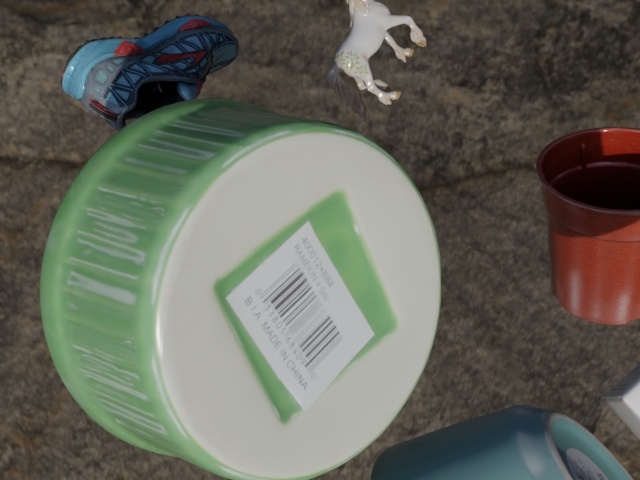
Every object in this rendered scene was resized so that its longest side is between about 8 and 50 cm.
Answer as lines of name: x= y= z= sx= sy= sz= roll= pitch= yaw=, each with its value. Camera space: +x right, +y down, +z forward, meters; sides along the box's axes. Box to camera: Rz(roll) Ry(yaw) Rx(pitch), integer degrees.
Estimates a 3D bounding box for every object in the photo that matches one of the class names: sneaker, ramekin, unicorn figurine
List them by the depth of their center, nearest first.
ramekin: x=-0.047 y=0.041 z=0.724 sx=0.303 sy=0.303 sz=0.148 roll=-38 pitch=28 yaw=-26
unicorn figurine: x=0.053 y=-0.220 z=0.992 sx=0.111 sy=0.060 sz=0.161 roll=31 pitch=63 yaw=-21
sneaker: x=-0.190 y=-0.198 z=1.163 sx=0.125 sy=0.104 sz=0.262 roll=46 pitch=47 yaw=17

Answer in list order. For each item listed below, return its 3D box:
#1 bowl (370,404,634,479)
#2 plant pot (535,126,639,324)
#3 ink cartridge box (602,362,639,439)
bowl: x=0.211 y=0.279 z=0.868 sx=0.163 sy=0.312 sz=0.311 roll=-43 pitch=58 yaw=20
plant pot: x=0.507 y=-0.016 z=1.591 sx=0.273 sy=0.265 sz=0.272 roll=-5 pitch=36 yaw=4
ink cartridge box: x=0.439 y=0.145 z=0.930 sx=0.237 sy=0.100 sz=0.172 roll=-41 pitch=79 yaw=-2
